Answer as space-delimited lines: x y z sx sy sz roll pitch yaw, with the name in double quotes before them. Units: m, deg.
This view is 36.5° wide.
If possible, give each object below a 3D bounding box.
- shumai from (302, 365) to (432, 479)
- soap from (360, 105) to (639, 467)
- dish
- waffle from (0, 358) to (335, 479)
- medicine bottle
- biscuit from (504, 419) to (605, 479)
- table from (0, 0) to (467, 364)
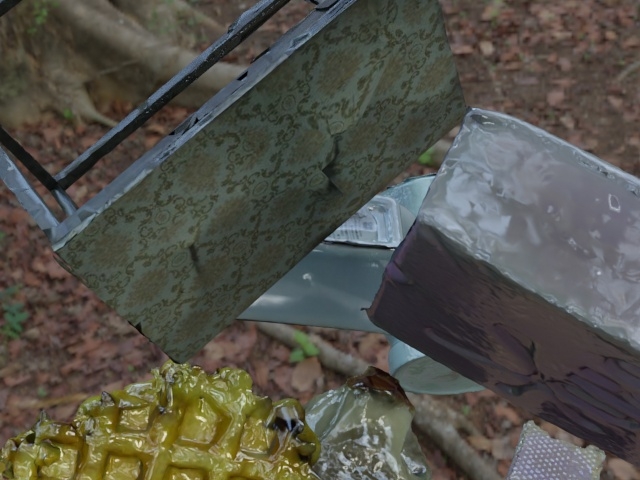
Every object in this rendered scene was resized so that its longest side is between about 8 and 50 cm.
"shumai" 0.048 0.216 1.105 0.201 0.120 0.201 14 17 -5
"soap" 0.185 0.051 0.693 0.285 0.296 0.107 29 74 6
"dish" 0.000 0.000 1.011 0.243 0.080 0.182 7 43 -8
"waffle" -0.150 0.315 0.939 0.382 0.380 0.095 -28 5 -20
"medicine bottle" 0.194 0.078 1.532 0.245 0.245 0.290 -7 59 3
"biscuit" 0.263 0.298 1.119 0.108 0.062 0.239 20 24 15
"table" -0.103 -0.133 0.811 0.335 0.222 0.272 -41 58 -6
